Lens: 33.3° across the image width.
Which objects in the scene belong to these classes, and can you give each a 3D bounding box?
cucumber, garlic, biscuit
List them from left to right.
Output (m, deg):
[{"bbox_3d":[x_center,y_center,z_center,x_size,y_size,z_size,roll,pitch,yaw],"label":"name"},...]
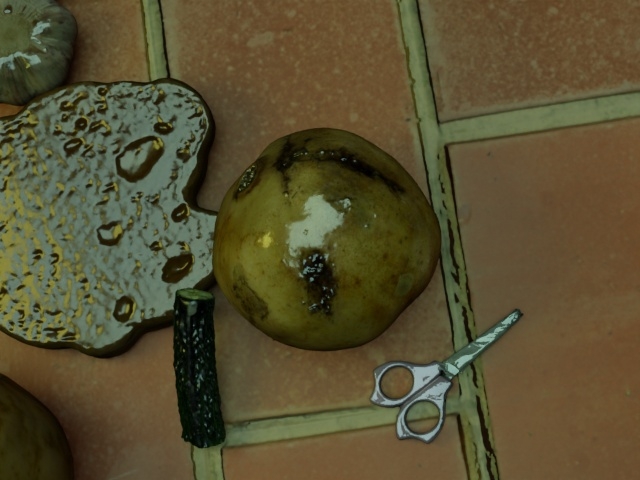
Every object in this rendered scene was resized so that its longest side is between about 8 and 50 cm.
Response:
[{"bbox_3d":[-0.383,-0.239,1.352,0.147,0.102,0.159,41,79,7],"label":"garlic"},{"bbox_3d":[-0.280,-0.041,1.322,0.381,0.074,0.359,-42,86,-4],"label":"biscuit"},{"bbox_3d":[-0.147,0.150,1.267,0.058,0.058,0.187,-3,99,3],"label":"cucumber"}]

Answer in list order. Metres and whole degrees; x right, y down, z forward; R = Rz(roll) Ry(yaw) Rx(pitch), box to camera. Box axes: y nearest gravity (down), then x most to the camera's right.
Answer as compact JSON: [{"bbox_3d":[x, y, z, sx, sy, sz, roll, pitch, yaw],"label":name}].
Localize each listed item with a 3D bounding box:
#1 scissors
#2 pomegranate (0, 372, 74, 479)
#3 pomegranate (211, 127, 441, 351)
[{"bbox_3d":[0.160,0.152,1.293,0.212,0.021,0.110,-38,77,-3],"label":"scissors"},{"bbox_3d":[-0.444,0.288,1.153,0.342,0.342,0.342,-1,80,3],"label":"pomegranate"},{"bbox_3d":[0.000,0.000,1.226,0.260,0.260,0.260,-1,80,3],"label":"pomegranate"}]
